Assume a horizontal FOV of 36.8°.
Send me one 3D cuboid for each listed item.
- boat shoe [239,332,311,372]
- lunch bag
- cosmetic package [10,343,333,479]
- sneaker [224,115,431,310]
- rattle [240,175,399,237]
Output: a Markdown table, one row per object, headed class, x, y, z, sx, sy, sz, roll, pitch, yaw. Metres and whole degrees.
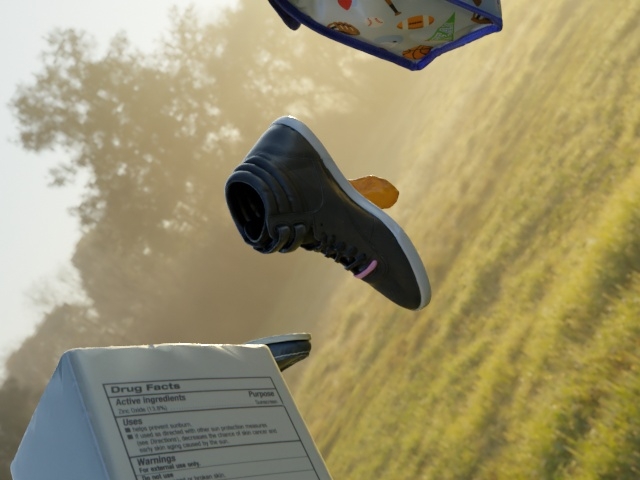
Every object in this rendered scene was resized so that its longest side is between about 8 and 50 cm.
| class | x | y | z | sx | sy | sz | roll | pitch | yaw |
| --- | --- | --- | --- | --- | --- | --- | --- | --- | --- |
| boat shoe | -0.112 | 0.190 | 1.296 | 0.255 | 0.095 | 0.079 | -24 | 66 | 26 |
| lunch bag | 0.059 | -0.468 | 1.421 | 0.239 | 0.386 | 0.327 | -22 | 64 | 47 |
| cosmetic package | -0.059 | 0.212 | 0.547 | 0.129 | 0.153 | 0.296 | -56 | 46 | 33 |
| sneaker | 0.000 | 0.000 | 1.160 | 0.147 | 0.295 | 0.104 | -42 | 2 | -36 |
| rattle | -0.008 | -0.044 | 1.376 | 0.200 | 0.143 | 0.130 | -1 | -69 | -52 |
